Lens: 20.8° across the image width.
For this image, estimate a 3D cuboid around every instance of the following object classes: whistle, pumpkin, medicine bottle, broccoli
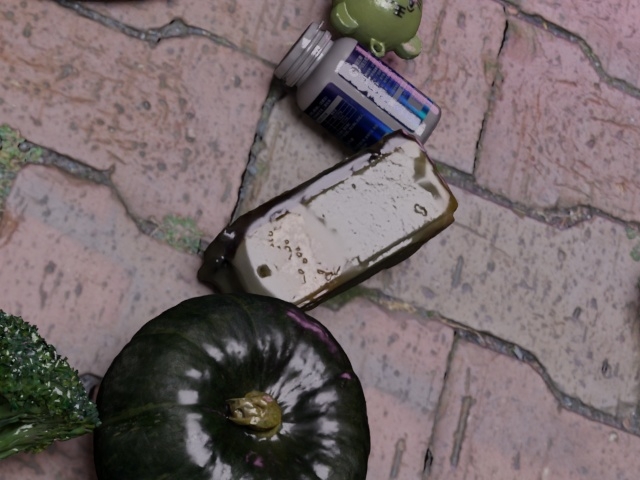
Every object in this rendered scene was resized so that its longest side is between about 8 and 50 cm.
[{"bbox_3d":[0.074,-0.347,2.193,0.131,0.106,0.288,19,58,-27],"label":"whistle"},{"bbox_3d":[-0.083,0.192,1.772,0.300,0.207,0.300,12,60,-22],"label":"pumpkin"},{"bbox_3d":[0.042,-0.172,2.086,0.191,0.107,0.107,38,54,-6],"label":"medicine bottle"},{"bbox_3d":[-0.336,0.159,1.686,0.194,0.194,0.219,-29,43,-36],"label":"broccoli"}]

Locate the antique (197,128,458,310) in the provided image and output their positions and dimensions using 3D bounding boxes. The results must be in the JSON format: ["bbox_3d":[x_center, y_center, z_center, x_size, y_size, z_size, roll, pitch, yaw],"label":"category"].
[{"bbox_3d":[0.000,0.000,1.968,0.284,0.150,0.125,-28,82,-27],"label":"antique"}]
